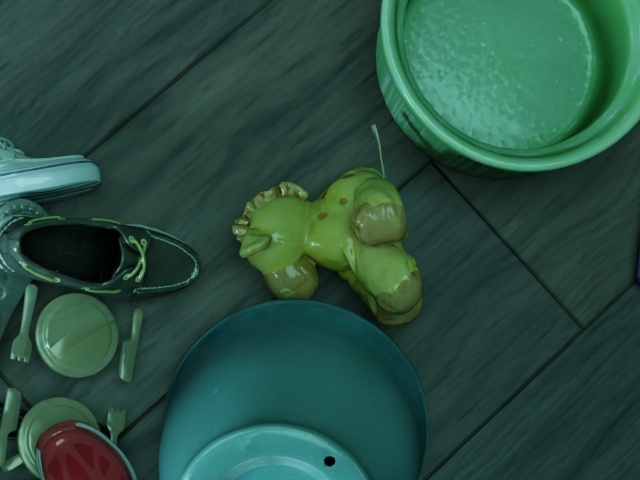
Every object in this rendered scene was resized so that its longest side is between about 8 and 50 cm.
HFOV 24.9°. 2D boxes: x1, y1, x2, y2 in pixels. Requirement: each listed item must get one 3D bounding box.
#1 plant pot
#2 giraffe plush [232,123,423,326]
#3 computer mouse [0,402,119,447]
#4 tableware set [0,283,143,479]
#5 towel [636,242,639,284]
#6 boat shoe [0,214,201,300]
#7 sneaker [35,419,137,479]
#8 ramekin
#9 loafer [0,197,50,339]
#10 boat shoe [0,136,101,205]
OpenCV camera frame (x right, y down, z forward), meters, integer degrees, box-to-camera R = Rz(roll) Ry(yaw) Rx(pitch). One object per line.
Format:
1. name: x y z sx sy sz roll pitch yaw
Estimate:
1. plant pot: -0.030 0.218 1.358 0.272 0.255 0.271 1 103 2
2. giraffe plush: 0.000 0.000 1.494 0.171 0.181 0.210 -14 75 -2
3. computer mouse: -0.325 0.287 1.453 0.184 0.060 0.262 20 79 -5
4. tableware set: -0.261 0.150 1.471 0.128 0.039 0.194 15 72 -24
5. towel: 0.493 -0.082 1.631 0.243 0.040 0.336 13 78 -3
6. boat shoe: -0.217 0.019 1.466 0.228 0.069 0.081 8 89 -31
7. sneaker: -0.195 0.281 1.397 0.087 0.128 0.221 -33 115 -8
8. ramekin: 0.202 -0.209 1.551 0.303 0.148 0.303 1 81 -7
9. loafer: -0.364 0.067 1.473 0.094 0.087 0.251 44 72 -26
10. boat shoe: -0.343 -0.074 1.494 0.226 0.083 0.075 -9 81 -7
